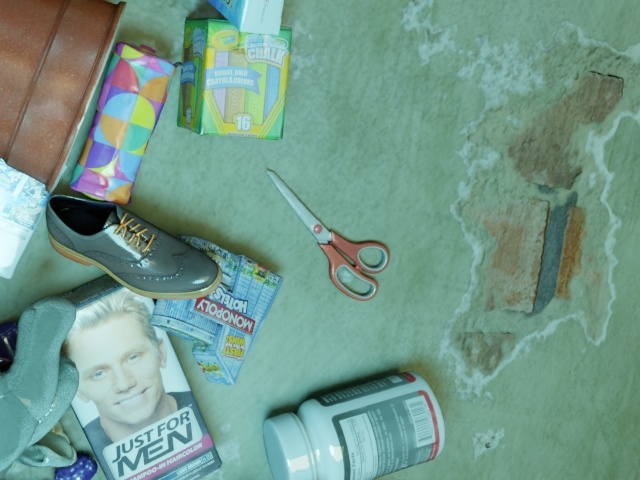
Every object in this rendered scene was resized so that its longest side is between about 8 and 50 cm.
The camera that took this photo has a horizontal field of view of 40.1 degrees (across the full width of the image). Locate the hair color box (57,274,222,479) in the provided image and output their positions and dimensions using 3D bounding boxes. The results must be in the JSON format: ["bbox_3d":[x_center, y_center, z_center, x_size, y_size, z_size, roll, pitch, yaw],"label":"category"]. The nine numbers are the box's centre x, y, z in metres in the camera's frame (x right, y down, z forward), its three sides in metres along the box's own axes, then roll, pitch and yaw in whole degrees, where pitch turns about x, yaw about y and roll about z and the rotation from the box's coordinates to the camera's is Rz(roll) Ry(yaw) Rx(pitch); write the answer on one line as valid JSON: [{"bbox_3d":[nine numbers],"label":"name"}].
[{"bbox_3d":[-0.298,0.232,1.360,0.174,0.105,0.347,-26,110,-16],"label":"hair color box"}]

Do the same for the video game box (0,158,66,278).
[{"bbox_3d":[-0.494,-0.070,1.236,0.205,0.048,0.187,27,93,-26],"label":"video game box"}]

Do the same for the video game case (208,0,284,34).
[{"bbox_3d":[-0.108,-0.433,1.155,0.061,0.269,0.244,-3,122,-28],"label":"video game case"}]

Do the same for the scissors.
[{"bbox_3d":[0.000,0.000,1.478,0.297,0.021,0.109,33,90,-28],"label":"scissors"}]

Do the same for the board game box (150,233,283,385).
[{"bbox_3d":[-0.160,0.114,1.348,0.194,0.060,0.194,31,65,-44],"label":"board game box"}]

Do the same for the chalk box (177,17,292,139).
[{"bbox_3d":[-0.128,-0.264,1.300,0.132,0.132,0.213,0,101,-23],"label":"chalk box"}]

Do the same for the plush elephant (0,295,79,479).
[{"bbox_3d":[-0.468,0.242,1.171,0.272,0.255,0.330,-7,80,-32],"label":"plush elephant"}]

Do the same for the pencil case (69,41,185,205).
[{"bbox_3d":[-0.285,-0.170,1.273,0.104,0.104,0.236,20,94,-26],"label":"pencil case"}]

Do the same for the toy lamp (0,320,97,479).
[{"bbox_3d":[-0.424,0.249,1.327,0.080,0.080,0.274,-25,113,-16],"label":"toy lamp"}]

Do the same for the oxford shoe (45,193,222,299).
[{"bbox_3d":[-0.271,0.009,1.250,0.271,0.098,0.097,17,60,5],"label":"oxford shoe"}]

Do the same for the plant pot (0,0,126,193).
[{"bbox_3d":[-0.424,-0.234,1.121,0.265,0.272,0.272,21,93,-18],"label":"plant pot"}]

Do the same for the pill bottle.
[{"bbox_3d":[0.055,0.335,1.504,0.283,0.161,0.161,-12,107,-20],"label":"pill bottle"}]
